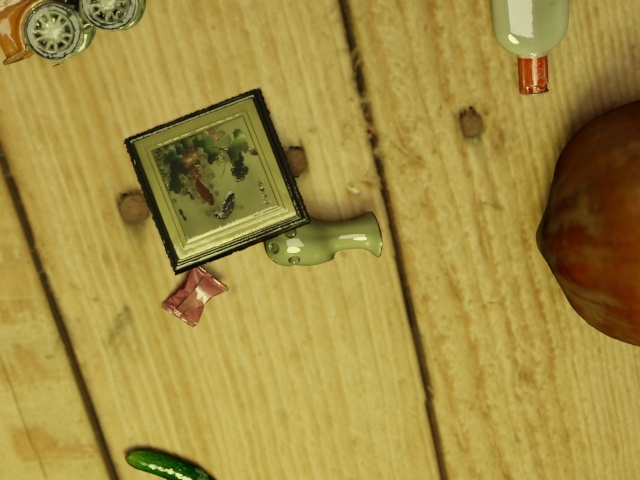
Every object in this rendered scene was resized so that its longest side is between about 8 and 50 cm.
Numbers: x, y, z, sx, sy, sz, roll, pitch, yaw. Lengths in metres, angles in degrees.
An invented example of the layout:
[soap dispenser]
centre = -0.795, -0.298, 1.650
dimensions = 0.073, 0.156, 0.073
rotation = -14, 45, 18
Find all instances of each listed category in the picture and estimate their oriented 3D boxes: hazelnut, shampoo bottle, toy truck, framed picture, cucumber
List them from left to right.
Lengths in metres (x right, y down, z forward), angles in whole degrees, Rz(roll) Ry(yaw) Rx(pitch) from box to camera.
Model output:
[toy truck]
centre = -0.232, -0.368, 1.437
dimensions = 0.387, 0.173, 0.207
rotation = -28, 102, 0
[cucumber]
centre = -0.205, 0.329, 1.737
dimensions = 0.155, 0.037, 0.037
rotation = 24, 101, -19
[framed picture]
centre = -0.135, -0.079, 1.601
dimensions = 0.199, 0.010, 0.195
rotation = -21, 92, -5
[shampoo bottle]
centre = 0.282, -0.306, 1.630
dimensions = 0.108, 0.051, 0.221
rotation = -10, 109, -11
[hazelnut]
centre = 0.486, -0.017, 1.639
dimensions = 0.366, 0.366, 0.366
rotation = -4, 108, -11

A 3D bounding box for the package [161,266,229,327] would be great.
[package]
centre = -0.172, 0.077, 1.667
dimensions = 0.059, 0.029, 0.083
rotation = 37, 106, -17

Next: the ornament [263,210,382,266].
[ornament]
centre = 0.000, 0.000, 1.657
dimensions = 0.156, 0.075, 0.081
rotation = -6, 129, -12
